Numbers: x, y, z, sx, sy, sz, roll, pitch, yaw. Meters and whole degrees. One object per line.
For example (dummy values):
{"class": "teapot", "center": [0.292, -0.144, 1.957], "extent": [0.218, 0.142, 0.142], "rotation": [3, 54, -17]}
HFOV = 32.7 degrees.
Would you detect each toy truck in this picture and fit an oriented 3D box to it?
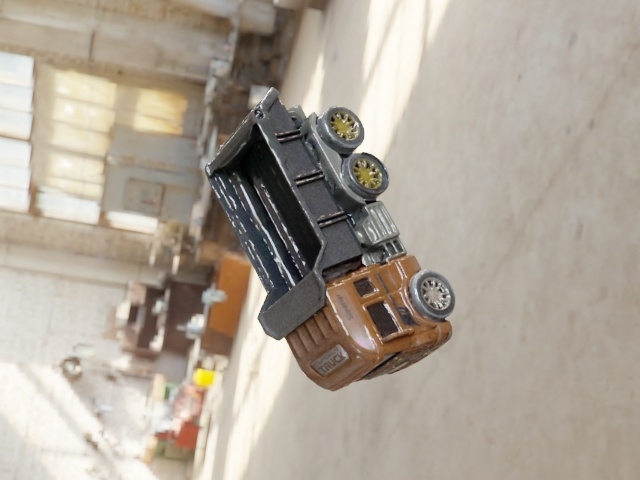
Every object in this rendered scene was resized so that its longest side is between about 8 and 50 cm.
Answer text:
{"class": "toy truck", "center": [0.000, 0.000, 0.700], "extent": [0.083, 0.092, 0.192], "rotation": [-41, 73, 48]}
